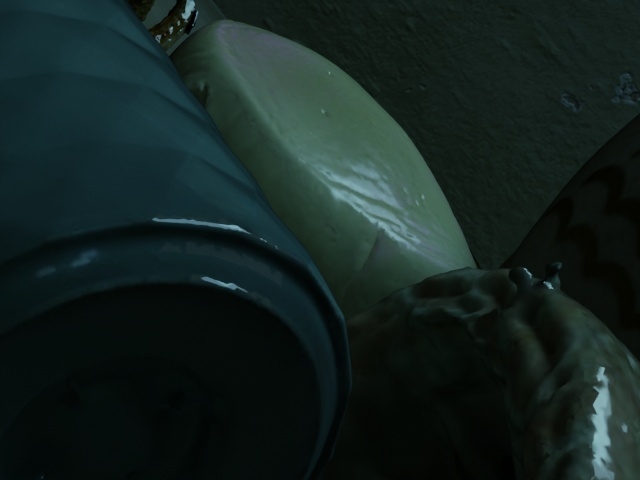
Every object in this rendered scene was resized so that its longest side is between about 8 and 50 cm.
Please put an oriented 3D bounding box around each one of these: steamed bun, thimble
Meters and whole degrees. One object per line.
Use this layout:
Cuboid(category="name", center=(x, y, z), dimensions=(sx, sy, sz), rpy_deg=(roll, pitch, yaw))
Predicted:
Cuboid(category="steamed bun", center=(-0.034, -0.015, 1.057), dimensions=(0.152, 0.170, 0.238), rpy_deg=(14, 33, -55))
Cuboid(category="thimble", center=(0.065, 0.130, 0.736), dimensions=(0.148, 0.196, 0.229), rpy_deg=(44, 38, -29))

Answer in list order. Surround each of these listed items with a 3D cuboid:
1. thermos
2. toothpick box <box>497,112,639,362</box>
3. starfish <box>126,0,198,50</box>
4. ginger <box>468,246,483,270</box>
Cuboid(category="thermos", center=(-0.122, -0.021, 0.560), dimensions=(0.182, 0.145, 0.286), rpy_deg=(5, 31, -33))
Cuboid(category="toothpick box", center=(0.263, 0.142, 1.026), dimensions=(0.409, 0.425, 0.409), rpy_deg=(33, 15, -10))
Cuboid(category="starfish", center=(-0.135, -0.135, 1.017), dimensions=(0.146, 0.190, 0.074), rpy_deg=(36, 44, -51))
Cuboid(category="ginger", center=(0.000, 0.000, 1.391), dimensions=(0.304, 0.155, 0.244), rpy_deg=(43, 12, 3))
